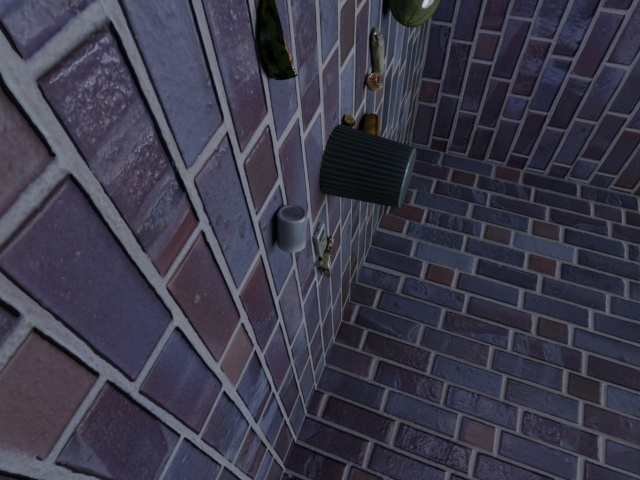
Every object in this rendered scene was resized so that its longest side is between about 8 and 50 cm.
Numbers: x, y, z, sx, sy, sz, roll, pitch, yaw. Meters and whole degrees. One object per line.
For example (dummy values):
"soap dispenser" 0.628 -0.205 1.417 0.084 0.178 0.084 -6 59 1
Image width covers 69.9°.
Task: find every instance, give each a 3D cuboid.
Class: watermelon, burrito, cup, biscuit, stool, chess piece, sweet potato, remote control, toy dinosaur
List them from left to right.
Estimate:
"watermelon" -0.100 -0.467 1.085 0.245 0.063 0.119 65 24 -62
"cup" -0.102 -0.050 1.505 0.099 0.136 0.133 -17 136 -21
"remote control" 0.000 0.000 2.060 0.190 0.029 0.087 82 28 -61
"toy dinosaur" 0.028 0.114 2.227 0.199 0.072 0.251 -70 160 -62
"sweet potato" 0.125 -0.498 1.947 0.117 0.049 0.049 39 68 -79
"stool" 0.201 -0.296 1.879 0.297 0.330 0.297 16 90 -76
"biscuit" 0.256 -0.506 2.272 0.213 0.091 0.274 48 40 -68
"chess piece" 0.246 -0.724 2.088 0.038 0.084 0.083 168 -62 -85
"burrito" 0.261 -0.838 2.067 0.275 0.059 0.082 67 26 -69

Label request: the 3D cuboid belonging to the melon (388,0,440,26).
"melon" 0.418 -1.100 2.011 0.237 0.238 0.301 -13 119 -75
